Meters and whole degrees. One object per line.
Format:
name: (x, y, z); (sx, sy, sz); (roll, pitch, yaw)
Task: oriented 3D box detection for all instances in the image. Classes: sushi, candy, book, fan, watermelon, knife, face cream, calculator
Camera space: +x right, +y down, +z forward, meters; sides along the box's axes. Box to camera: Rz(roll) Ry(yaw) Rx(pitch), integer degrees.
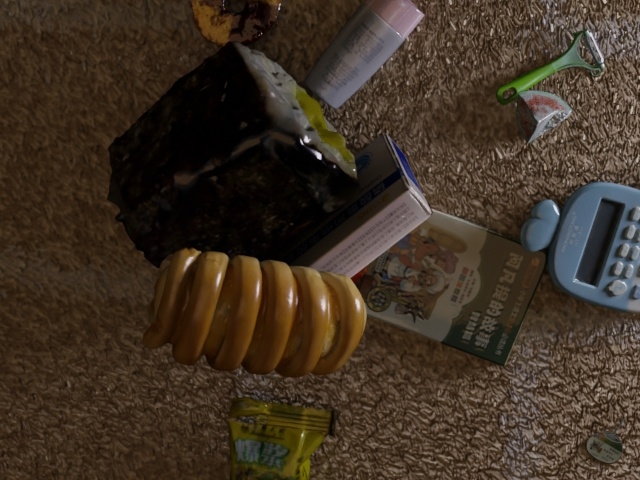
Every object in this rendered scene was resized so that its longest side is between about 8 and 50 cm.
sushi: (-0.127, -0.112, 1.536); (0.294, 0.299, 0.281); (-40, 116, 16)
candy: (-0.077, 0.408, 1.756); (0.187, 0.081, 0.297); (6, 103, 8)
book: (0.204, 0.064, 1.673); (0.264, 0.027, 0.202); (21, 103, 3)
fan: (0.461, 0.325, 1.708); (0.060, 0.003, 0.080); (2, 103, 6)
watermelon: (0.335, -0.187, 1.582); (0.085, 0.061, 0.085); (5, 119, 10)
knife: (0.342, -0.251, 1.589); (0.166, 0.022, 0.078); (-27, 111, 13)
face cream: (0.063, -0.295, 1.600); (0.084, 0.057, 0.198); (42, 102, -4)
calculator: (0.455, 0.012, 1.611); (0.302, 0.042, 0.188); (17, 99, 0)

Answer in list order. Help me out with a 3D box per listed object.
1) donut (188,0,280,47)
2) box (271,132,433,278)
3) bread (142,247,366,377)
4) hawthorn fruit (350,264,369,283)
donut: (-0.127, -0.363, 1.607); (0.140, 0.059, 0.140); (1, 102, 6)
box: (0.000, 0.000, 1.594); (0.343, 0.200, 0.065); (-38, 118, 13)
bread: (-0.080, 0.109, 1.456); (0.311, 0.121, 0.173); (8, 120, -19)
hawthorn fruit: (0.039, 0.033, 1.658); (0.093, 0.081, 0.081); (-33, 96, 20)
